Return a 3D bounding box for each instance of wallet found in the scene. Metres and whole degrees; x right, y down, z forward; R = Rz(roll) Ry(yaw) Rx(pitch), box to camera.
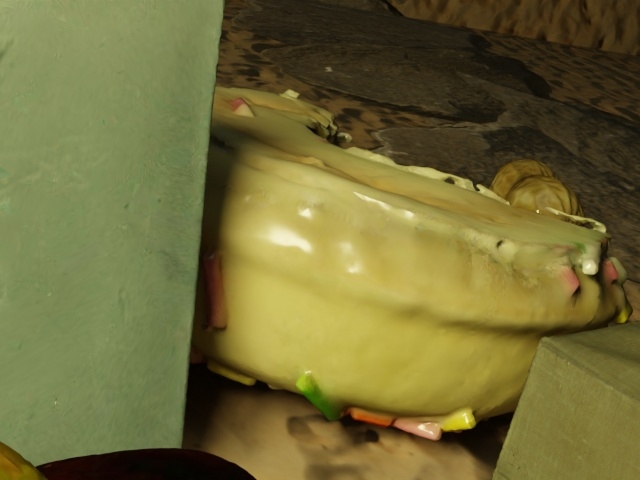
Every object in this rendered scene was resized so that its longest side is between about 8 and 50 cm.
[{"bbox_3d":[-0.165,-0.012,0.503,0.251,0.290,0.054,0,12,-35],"label":"wallet"}]

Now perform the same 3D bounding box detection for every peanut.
[{"bbox_3d":[0.215,-0.034,1.135,0.089,0.089,0.193,13,20,-4],"label":"peanut"}]

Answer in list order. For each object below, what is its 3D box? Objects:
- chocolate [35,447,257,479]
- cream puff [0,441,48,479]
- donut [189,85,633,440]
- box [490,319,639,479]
[{"bbox_3d":[-0.078,0.130,0.478,0.125,0.080,0.149,25,23,27],"label":"chocolate"},{"bbox_3d":[-0.122,0.148,0.283,0.244,0.196,0.244,9,50,-11],"label":"cream puff"},{"bbox_3d":[0.001,0.003,0.759,0.371,0.150,0.307,29,17,39],"label":"donut"},{"bbox_3d":[0.214,0.130,0.569,0.231,0.155,0.149,-5,27,-41],"label":"box"}]
